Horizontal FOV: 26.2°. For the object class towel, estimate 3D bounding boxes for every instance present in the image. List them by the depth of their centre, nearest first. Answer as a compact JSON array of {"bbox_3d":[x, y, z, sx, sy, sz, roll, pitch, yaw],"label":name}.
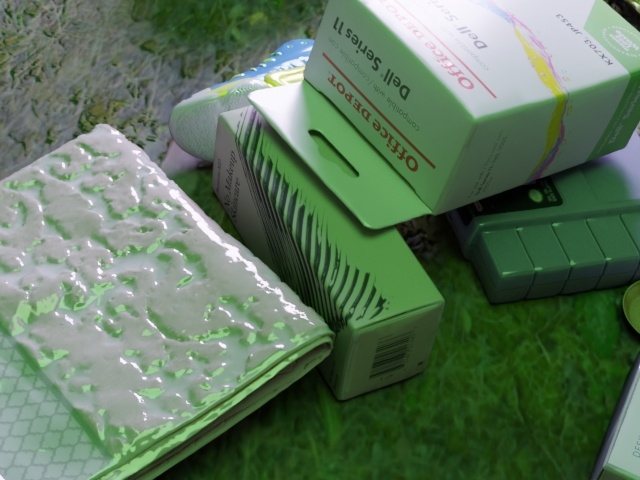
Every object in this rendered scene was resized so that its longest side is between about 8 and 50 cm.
[{"bbox_3d":[-0.209,0.062,1.153,0.317,0.053,0.332,-32,57,-26],"label":"towel"}]

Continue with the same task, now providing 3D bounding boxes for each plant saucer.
[{"bbox_3d":[0.325,0.072,1.300,0.083,0.015,0.083,6,49,-6],"label":"plant saucer"}]

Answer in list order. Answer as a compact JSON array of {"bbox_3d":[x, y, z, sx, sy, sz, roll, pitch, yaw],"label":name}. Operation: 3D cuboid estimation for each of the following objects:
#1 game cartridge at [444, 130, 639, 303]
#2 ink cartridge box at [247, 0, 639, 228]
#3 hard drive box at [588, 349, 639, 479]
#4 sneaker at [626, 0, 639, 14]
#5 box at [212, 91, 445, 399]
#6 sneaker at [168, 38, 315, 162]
[{"bbox_3d":[0.215,-0.098,1.405,0.230,0.068,0.355,-4,50,-20],"label":"game cartridge"},{"bbox_3d":[0.132,-0.152,1.280,0.353,0.119,0.207,-20,56,-38],"label":"ink cartridge box"},{"bbox_3d":[0.356,0.193,1.149,0.232,0.089,0.181,24,49,11],"label":"hard drive box"},{"bbox_3d":[0.414,-0.290,1.554,0.147,0.145,0.385,-32,60,-33],"label":"sneaker"},{"bbox_3d":[0.000,0.000,1.242,0.094,0.113,0.275,-17,53,-22],"label":"box"},{"bbox_3d":[-0.045,-0.144,1.394,0.240,0.091,0.126,-8,32,-17],"label":"sneaker"}]
